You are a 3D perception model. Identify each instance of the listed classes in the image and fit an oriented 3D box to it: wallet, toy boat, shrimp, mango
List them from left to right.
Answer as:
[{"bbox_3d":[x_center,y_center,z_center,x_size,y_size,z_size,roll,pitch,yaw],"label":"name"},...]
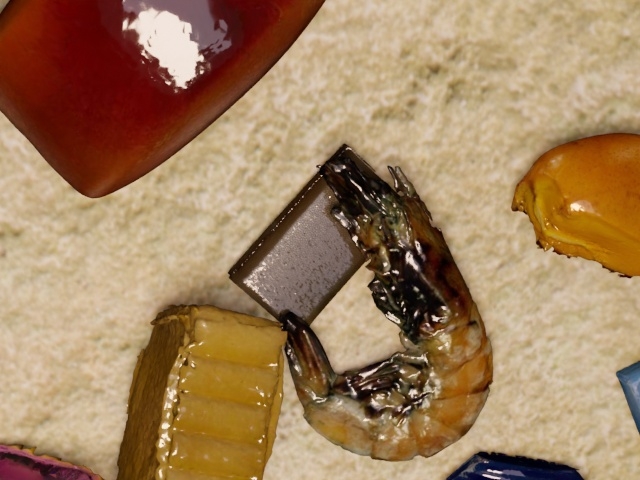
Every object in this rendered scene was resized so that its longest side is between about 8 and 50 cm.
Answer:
[{"bbox_3d":[0.000,0.000,1.546,0.110,0.031,0.198,42,85,-9],"label":"wallet"},{"bbox_3d":[0.055,0.088,1.528,0.233,0.071,0.365,-29,109,-4],"label":"shrimp"},{"bbox_3d":[0.238,0.389,1.590,0.219,0.072,0.318,-14,98,-6],"label":"toy boat"},{"bbox_3d":[0.348,-0.042,1.556,0.252,0.126,0.154,3,72,-18],"label":"mango"}]

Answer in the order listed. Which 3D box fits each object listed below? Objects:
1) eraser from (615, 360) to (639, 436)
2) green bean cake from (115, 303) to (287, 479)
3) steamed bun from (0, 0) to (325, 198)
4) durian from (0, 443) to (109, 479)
[{"bbox_3d":[0.466,0.272,1.632,0.144,0.042,0.312,-22,96,-8],"label":"eraser"},{"bbox_3d":[-0.123,0.179,1.431,0.131,0.224,0.229,14,80,-16],"label":"green bean cake"},{"bbox_3d":[-0.158,-0.231,1.400,0.379,0.248,0.235,-44,99,-6],"label":"steamed bun"},{"bbox_3d":[-0.320,0.300,1.424,0.154,0.260,0.186,4,110,-45],"label":"durian"}]
